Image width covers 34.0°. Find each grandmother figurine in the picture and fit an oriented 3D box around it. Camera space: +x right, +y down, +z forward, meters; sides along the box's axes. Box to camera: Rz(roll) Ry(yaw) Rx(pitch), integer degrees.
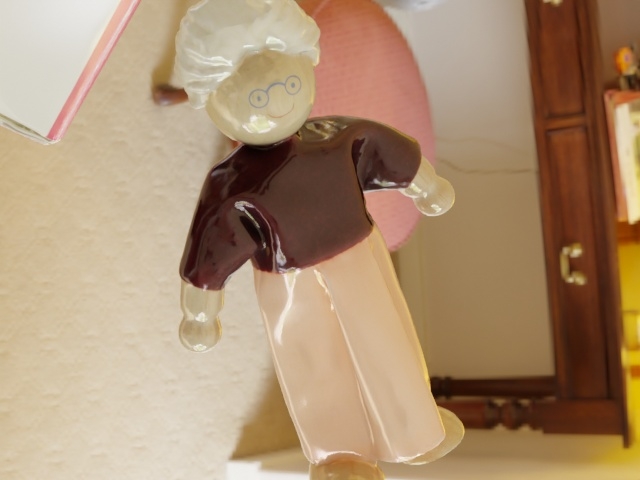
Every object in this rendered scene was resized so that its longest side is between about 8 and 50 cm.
[{"bbox_3d":[0.000,0.000,0.672,0.208,0.104,0.342,-33,116,-27],"label":"grandmother figurine"}]

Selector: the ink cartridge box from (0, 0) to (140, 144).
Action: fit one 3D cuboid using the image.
[{"bbox_3d":[-0.102,-0.219,0.505,0.117,0.207,0.283,27,42,-17],"label":"ink cartridge box"}]
